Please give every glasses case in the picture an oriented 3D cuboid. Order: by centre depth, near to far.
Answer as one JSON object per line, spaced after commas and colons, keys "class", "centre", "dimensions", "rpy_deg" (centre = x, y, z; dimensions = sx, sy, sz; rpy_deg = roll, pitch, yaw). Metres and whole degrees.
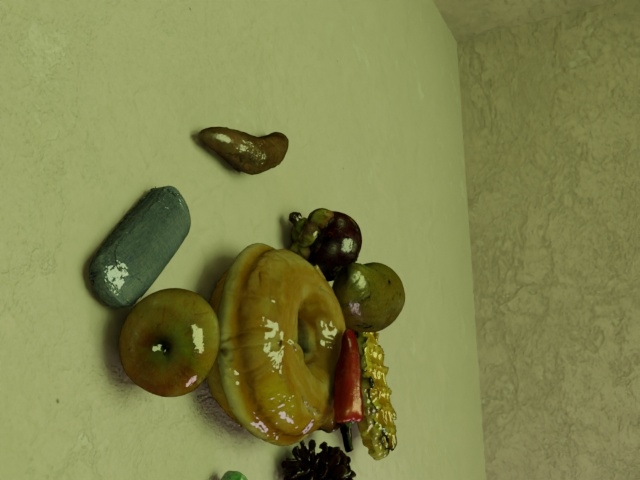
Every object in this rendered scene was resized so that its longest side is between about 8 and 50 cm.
{"class": "glasses case", "centre": [-0.314, 0.005, 1.209], "dimensions": [0.109, 0.067, 0.282], "rpy_deg": [62, 34, -28]}

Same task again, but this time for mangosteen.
{"class": "mangosteen", "centre": [0.000, 0.000, 1.748], "dimensions": [0.217, 0.192, 0.192], "rpy_deg": [33, 46, -17]}

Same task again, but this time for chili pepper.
{"class": "chili pepper", "centre": [0.059, 0.306, 1.434], "dimensions": [0.063, 0.071, 0.272], "rpy_deg": [14, 59, -23]}

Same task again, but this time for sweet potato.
{"class": "sweet potato", "centre": [-0.160, -0.204, 1.562], "dimensions": [0.114, 0.092, 0.341], "rpy_deg": [58, 25, 8]}

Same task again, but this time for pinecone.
{"class": "pinecone", "centre": [-0.013, 0.537, 1.566], "dimensions": [0.165, 0.163, 0.163], "rpy_deg": [47, 40, -26]}

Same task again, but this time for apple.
{"class": "apple", "centre": [-0.255, 0.171, 1.161], "dimensions": [0.155, 0.183, 0.182], "rpy_deg": [163, -81, -87]}

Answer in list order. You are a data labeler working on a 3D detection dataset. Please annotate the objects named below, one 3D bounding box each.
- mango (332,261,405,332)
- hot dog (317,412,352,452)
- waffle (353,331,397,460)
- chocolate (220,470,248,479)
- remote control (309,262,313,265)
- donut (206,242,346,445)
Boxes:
{"class": "mango", "centre": [0.117, 0.146, 1.710], "dimensions": [0.329, 0.176, 0.176], "rpy_deg": [12, 66, -73]}
{"class": "hot dog", "centre": [0.013, 0.366, 1.724], "dimensions": [0.326, 0.107, 0.194], "rpy_deg": [-91, 171, -46]}
{"class": "waffle", "centre": [0.142, 0.394, 1.910], "dimensions": [0.379, 0.095, 0.382], "rpy_deg": [-76, 154, -64]}
{"class": "chocolate", "centre": [-0.205, 0.552, 1.235], "dimensions": [0.291, 0.110, 0.110], "rpy_deg": [-65, 139, -52]}
{"class": "remote control", "centre": [-0.065, 0.067, 1.677], "dimensions": [0.016, 0.091, 0.034], "rpy_deg": [142, -48, -82]}
{"class": "donut", "centre": [-0.086, 0.221, 1.459], "dimensions": [0.449, 0.198, 0.448], "rpy_deg": [36, 49, -57]}
